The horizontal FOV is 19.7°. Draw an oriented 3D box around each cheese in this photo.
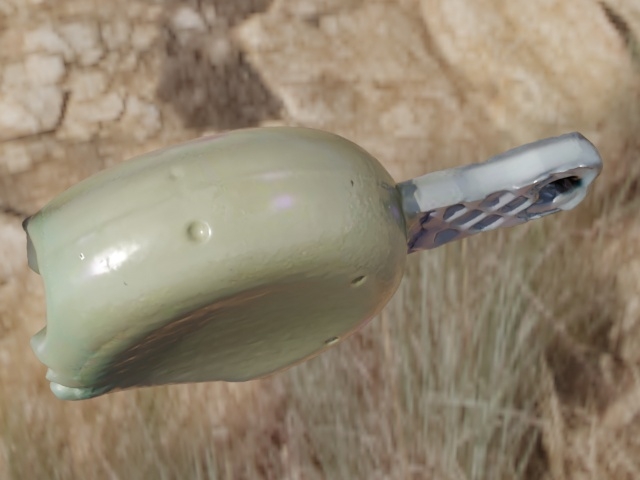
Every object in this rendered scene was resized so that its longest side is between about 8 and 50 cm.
[{"bbox_3d":[-0.003,0.004,0.523,0.171,0.092,0.047,-7,65,-33],"label":"cheese"}]
